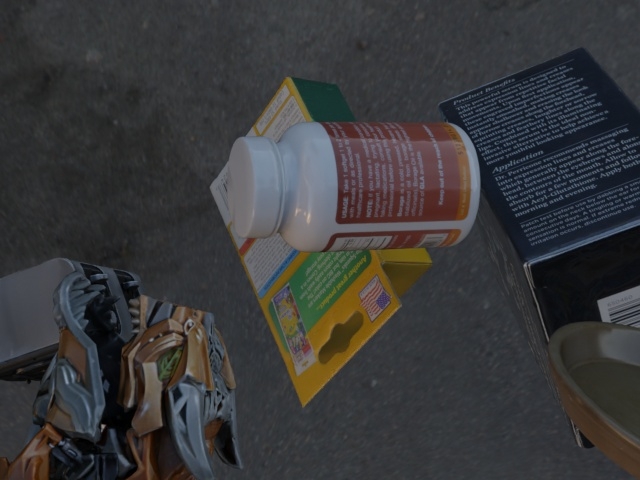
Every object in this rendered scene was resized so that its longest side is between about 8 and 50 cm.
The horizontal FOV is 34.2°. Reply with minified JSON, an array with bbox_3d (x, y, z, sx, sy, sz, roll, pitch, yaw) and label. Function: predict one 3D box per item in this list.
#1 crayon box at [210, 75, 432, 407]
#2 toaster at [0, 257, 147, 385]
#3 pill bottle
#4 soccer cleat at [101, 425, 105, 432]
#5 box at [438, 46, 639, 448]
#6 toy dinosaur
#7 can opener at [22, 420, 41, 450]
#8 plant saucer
[{"bbox_3d":[0.000,0.000,1.197,0.083,0.203,0.323,3,51,-39],"label":"crayon box"},{"bbox_3d":[-0.301,0.098,1.201,0.185,0.168,0.110,-20,77,15],"label":"toaster"},{"bbox_3d":[0.029,-0.051,0.965,0.216,0.121,0.121,-2,73,-21],"label":"pill bottle"},{"bbox_3d":[-0.193,0.182,0.962,0.029,0.036,0.083,-16,53,-20],"label":"soccer cleat"},{"bbox_3d":[0.321,-0.006,1.281,0.211,0.294,0.395,-21,33,5],"label":"box"},{"bbox_3d":[-0.137,0.165,0.350,0.218,0.164,0.322,18,67,11],"label":"toy dinosaur"},{"bbox_3d":[-0.388,0.340,1.398,0.093,0.074,0.280,29,36,-8],"label":"can opener"},{"bbox_3d":[0.312,0.151,0.851,0.277,0.278,0.041,20,110,0],"label":"plant saucer"}]
